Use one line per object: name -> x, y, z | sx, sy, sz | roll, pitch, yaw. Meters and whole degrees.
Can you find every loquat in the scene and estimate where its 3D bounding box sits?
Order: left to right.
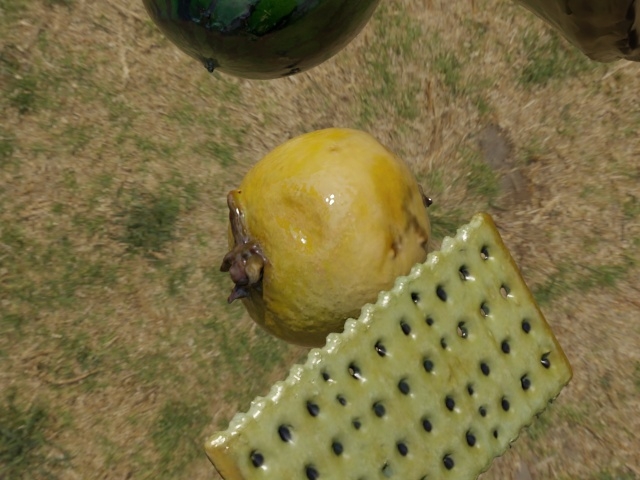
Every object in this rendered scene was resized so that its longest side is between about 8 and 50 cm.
loquat -> 0.000, 0.000, 0.978 | 0.244, 0.244, 0.243 | 0, 91, 6

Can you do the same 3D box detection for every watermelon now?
watermelon -> -0.071, -0.383, 1.185 | 0.363, 0.363, 0.363 | 0, 91, 6

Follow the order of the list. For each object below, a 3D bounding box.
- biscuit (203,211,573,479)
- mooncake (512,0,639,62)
biscuit -> 0.054, 0.099, 0.532 | 0.231, 0.016, 0.139 | -37, 104, -26
mooncake -> 0.297, -0.361, 0.781 | 0.246, 0.394, 0.393 | 38, 86, 22
